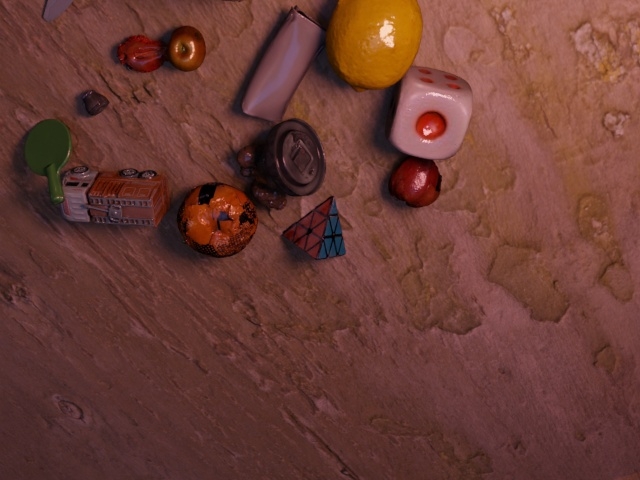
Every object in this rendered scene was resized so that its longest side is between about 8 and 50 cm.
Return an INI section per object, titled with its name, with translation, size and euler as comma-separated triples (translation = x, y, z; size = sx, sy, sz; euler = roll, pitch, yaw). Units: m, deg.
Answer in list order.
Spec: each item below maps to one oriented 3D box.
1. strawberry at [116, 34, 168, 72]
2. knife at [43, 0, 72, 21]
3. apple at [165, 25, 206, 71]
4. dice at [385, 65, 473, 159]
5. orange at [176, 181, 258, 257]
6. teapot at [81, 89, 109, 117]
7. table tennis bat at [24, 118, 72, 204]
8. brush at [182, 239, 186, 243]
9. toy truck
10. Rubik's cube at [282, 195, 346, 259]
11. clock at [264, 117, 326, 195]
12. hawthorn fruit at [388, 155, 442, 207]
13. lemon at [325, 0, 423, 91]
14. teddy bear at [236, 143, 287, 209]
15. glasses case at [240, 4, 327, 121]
[strawberry]
translation = -0.472, -0.494, 1.761
size = 0.152, 0.048, 0.103
euler = -7, 125, 12
[knife]
translation = -0.632, -0.689, 1.659
size = 0.080, 0.044, 0.331
euler = 17, 128, -15
[apple]
translation = -0.346, -0.496, 1.718
size = 0.099, 0.102, 0.114
euler = 24, 113, -13
[dice]
translation = 0.280, -0.333, 1.728
size = 0.193, 0.191, 0.194
euler = 9, 123, -4
[orange]
translation = -0.301, -0.059, 1.943
size = 0.235, 0.182, 0.234
euler = -4, 119, -7
[teapot]
translation = -0.632, -0.380, 1.840
size = 0.057, 0.066, 0.088
euler = 52, 137, -4
[table tennis bat]
translation = -0.761, -0.222, 1.870
size = 0.161, 0.039, 0.256
euler = -20, 74, 17
[brush]
translation = -0.396, 0.009, 2.085
size = 0.083, 0.021, 0.018
euler = 2, 125, 3
[toy truck]
translation = -0.608, -0.119, 1.935
size = 0.306, 0.162, 0.136
euler = 4, 122, 2
[Rubik's cube]
translation = 0.000, 0.000, 2.044
size = 0.191, 0.211, 0.178
euler = -1, 151, 42
[clock]
translation = -0.067, -0.224, 1.810
size = 0.042, 0.215, 0.215
euler = -8, 125, 39
[hawthorn fruit]
translation = 0.274, -0.178, 1.861
size = 0.148, 0.148, 0.171
euler = 17, 103, -7
[lemon]
translation = 0.130, -0.495, 1.616
size = 0.234, 0.233, 0.288
euler = 17, 125, -7
[teddy bear]
translation = -0.148, -0.177, 1.900
size = 0.177, 0.140, 0.190
euler = 31, 134, 20
[glasses case]
translation = -0.093, -0.457, 1.740
size = 0.128, 0.083, 0.308
euler = 26, 120, -19
